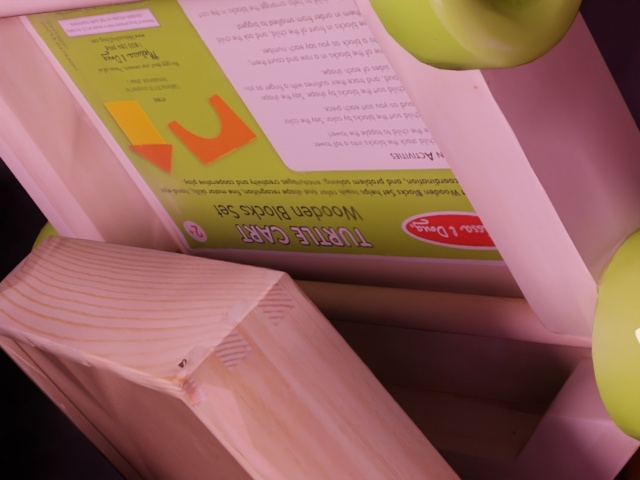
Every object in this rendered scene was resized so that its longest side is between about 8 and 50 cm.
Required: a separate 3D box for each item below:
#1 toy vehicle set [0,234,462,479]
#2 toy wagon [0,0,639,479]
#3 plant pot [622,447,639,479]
[{"bbox_3d":[0.021,0.109,0.459,0.035,0.166,0.267,-46,112,-17],"label":"toy vehicle set"},{"bbox_3d":[0.000,0.000,0.472,0.267,0.068,0.344,4,136,47],"label":"toy wagon"},{"bbox_3d":[0.230,0.126,0.544,0.203,0.291,0.291,-16,122,23],"label":"plant pot"}]
